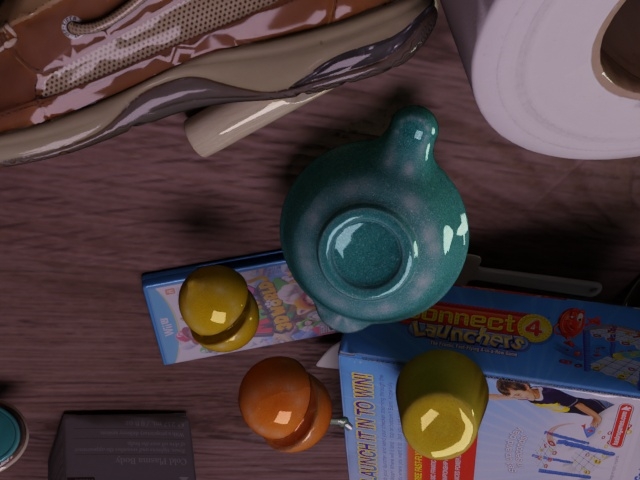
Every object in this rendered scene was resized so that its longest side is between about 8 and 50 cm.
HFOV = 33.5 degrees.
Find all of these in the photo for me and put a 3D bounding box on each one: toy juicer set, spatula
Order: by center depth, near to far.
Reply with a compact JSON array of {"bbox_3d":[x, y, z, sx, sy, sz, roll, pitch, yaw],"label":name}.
[{"bbox_3d":[0.000,0.000,0.751,0.209,0.089,0.329,-6,105,10],"label":"toy juicer set"},{"bbox_3d":[0.136,0.074,0.963,0.242,0.019,0.168,9,129,-28],"label":"spatula"}]

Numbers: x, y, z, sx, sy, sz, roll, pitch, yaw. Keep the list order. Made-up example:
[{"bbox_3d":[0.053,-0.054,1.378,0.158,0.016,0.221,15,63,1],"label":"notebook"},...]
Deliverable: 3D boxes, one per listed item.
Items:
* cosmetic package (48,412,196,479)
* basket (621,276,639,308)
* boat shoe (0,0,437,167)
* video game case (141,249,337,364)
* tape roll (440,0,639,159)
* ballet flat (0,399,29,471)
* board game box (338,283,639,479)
[{"bbox_3d":[-0.177,0.284,0.959,0.127,0.238,0.107,4,139,-23],"label":"cosmetic package"},{"bbox_3d":[0.425,0.088,0.989,0.227,0.154,0.204,7,149,-32],"label":"basket"},{"bbox_3d":[-0.104,-0.126,0.582,0.324,0.122,0.120,-14,110,3],"label":"boat shoe"},{"bbox_3d":[-0.058,0.054,0.889,0.166,0.015,0.119,-10,143,-6],"label":"video game case"},{"bbox_3d":[0.168,-0.174,0.518,0.246,0.169,0.246,-11,152,-6],"label":"tape roll"},{"bbox_3d":[-0.373,0.180,0.908,0.248,0.086,0.086,-6,142,-9],"label":"ballet flat"},{"bbox_3d":[0.177,0.171,0.919,0.302,0.086,0.308,8,140,11],"label":"board game box"}]
